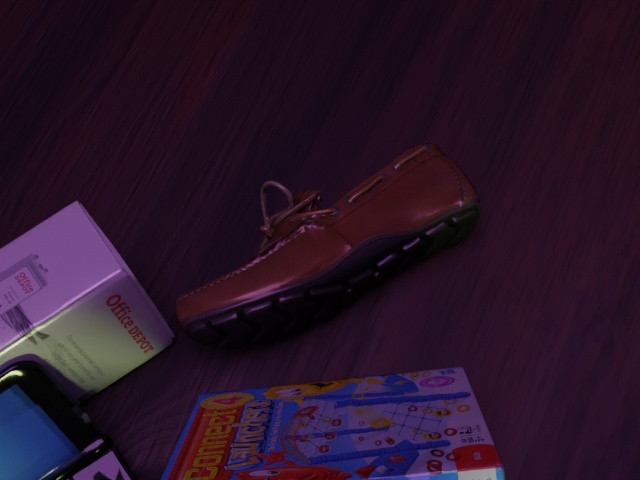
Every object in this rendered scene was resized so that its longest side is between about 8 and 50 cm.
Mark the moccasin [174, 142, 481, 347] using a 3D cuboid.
[{"bbox_3d":[0.000,-0.001,1.206,0.380,0.139,0.147,-31,68,-8],"label":"moccasin"}]

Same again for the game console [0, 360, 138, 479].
[{"bbox_3d":[-0.336,0.315,1.076,0.293,0.173,0.250,-35,74,-7],"label":"game console"}]

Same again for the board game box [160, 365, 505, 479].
[{"bbox_3d":[0.013,0.221,1.026,0.302,0.308,0.086,-6,99,2],"label":"board game box"}]

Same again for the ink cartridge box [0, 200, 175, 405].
[{"bbox_3d":[-0.327,0.114,1.150,0.283,0.207,0.117,-34,64,-10],"label":"ink cartridge box"}]
